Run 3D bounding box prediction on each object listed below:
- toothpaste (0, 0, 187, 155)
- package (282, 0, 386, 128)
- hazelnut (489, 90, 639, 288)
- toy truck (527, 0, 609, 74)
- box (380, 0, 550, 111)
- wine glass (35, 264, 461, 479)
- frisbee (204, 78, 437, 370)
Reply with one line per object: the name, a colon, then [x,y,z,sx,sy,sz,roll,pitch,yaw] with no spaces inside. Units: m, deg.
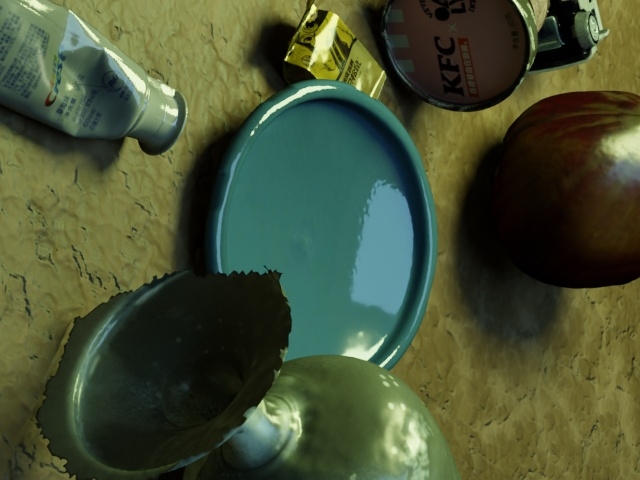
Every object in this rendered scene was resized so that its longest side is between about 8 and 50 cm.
toothpaste: [-0.209,-0.135,1.349,0.266,0.061,0.096,26,98,-46]
package: [0.003,-0.163,1.639,0.131,0.047,0.071,45,57,-41]
hazelnut: [0.280,-0.057,1.845,0.229,0.229,0.229,10,77,-51]
toy truck: [0.230,-0.312,1.908,0.124,0.114,0.253,-42,119,-59]
box: [0.152,-0.221,1.765,0.135,0.151,0.151,-51,124,-52]
wine glass: [-0.030,0.177,1.409,0.323,0.238,0.238,50,49,-38]
frisbee: [-0.004,0.001,1.602,0.289,0.049,0.289,0,91,-45]
